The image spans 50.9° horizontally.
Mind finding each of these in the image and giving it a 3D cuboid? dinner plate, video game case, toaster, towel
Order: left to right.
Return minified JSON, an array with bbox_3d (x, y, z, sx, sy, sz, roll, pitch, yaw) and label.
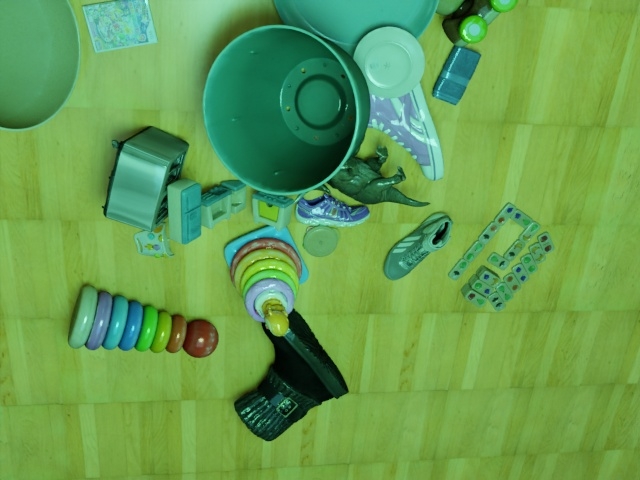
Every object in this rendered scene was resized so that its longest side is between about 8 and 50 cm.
[{"bbox_3d":[-0.381,-0.413,1.287,0.121,0.011,0.087,-11,118,-4],"label":"video game case"},{"bbox_3d":[-0.348,-0.124,1.337,0.110,0.186,0.168,20,112,0],"label":"toaster"},{"bbox_3d":[0.133,-0.343,1.314,0.141,0.017,0.141,5,120,9],"label":"dinner plate"},{"bbox_3d":[0.286,-0.350,1.423,0.067,0.029,0.120,17,113,-18],"label":"towel"}]

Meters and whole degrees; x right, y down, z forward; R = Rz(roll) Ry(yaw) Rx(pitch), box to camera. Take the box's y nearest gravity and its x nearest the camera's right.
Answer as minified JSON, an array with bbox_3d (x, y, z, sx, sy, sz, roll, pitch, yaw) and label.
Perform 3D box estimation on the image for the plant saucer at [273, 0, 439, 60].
[{"bbox_3d":[0.065,-0.483,1.256,0.317,0.044,0.318,6,134,6],"label":"plant saucer"}]

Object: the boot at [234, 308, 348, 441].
[{"bbox_3d":[-0.113,0.329,1.640,0.260,0.131,0.348,-30,118,6],"label":"boot"}]

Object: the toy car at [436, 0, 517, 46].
[{"bbox_3d":[0.261,-0.484,1.293,0.188,0.155,0.149,42,104,-12],"label":"toy car"}]

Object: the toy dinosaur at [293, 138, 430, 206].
[{"bbox_3d":[0.086,-0.136,1.449,0.313,0.121,0.160,11,152,-21],"label":"toy dinosaur"}]

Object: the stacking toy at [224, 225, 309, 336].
[{"bbox_3d":[-0.106,0.112,1.435,0.165,0.302,0.175,-24,119,2],"label":"stacking toy"}]

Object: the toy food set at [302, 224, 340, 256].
[{"bbox_3d":[0.000,0.000,1.556,0.082,0.020,0.083,21,112,-19],"label":"toy food set"}]

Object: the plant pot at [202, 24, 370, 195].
[{"bbox_3d":[-0.036,-0.251,1.272,0.292,0.235,0.293,6,107,19],"label":"plant pot"}]

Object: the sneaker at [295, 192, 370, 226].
[{"bbox_3d":[0.030,-0.070,1.502,0.169,0.068,0.071,1,109,-11],"label":"sneaker"}]

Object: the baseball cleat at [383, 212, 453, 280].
[{"bbox_3d":[0.223,0.019,1.554,0.072,0.109,0.206,38,101,-10],"label":"baseball cleat"}]

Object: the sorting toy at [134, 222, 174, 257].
[{"bbox_3d":[-0.373,0.008,1.491,0.075,0.045,0.083,-2,119,13],"label":"sorting toy"}]

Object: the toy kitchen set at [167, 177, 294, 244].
[{"bbox_3d":[-0.178,-0.069,1.366,0.166,0.207,0.122,20,124,25],"label":"toy kitchen set"}]

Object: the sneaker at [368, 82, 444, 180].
[{"bbox_3d":[0.157,-0.239,1.426,0.161,0.102,0.282,-21,108,6],"label":"sneaker"}]

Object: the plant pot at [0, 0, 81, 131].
[{"bbox_3d":[-0.591,-0.342,1.168,0.190,0.284,0.284,11,120,24],"label":"plant pot"}]

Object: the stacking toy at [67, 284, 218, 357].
[{"bbox_3d":[-0.394,0.206,1.541,0.330,0.141,0.141,16,113,-23],"label":"stacking toy"}]

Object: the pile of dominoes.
[{"bbox_3d":[0.454,0.056,1.652,0.196,0.040,0.251,30,109,-22],"label":"pile of dominoes"}]
